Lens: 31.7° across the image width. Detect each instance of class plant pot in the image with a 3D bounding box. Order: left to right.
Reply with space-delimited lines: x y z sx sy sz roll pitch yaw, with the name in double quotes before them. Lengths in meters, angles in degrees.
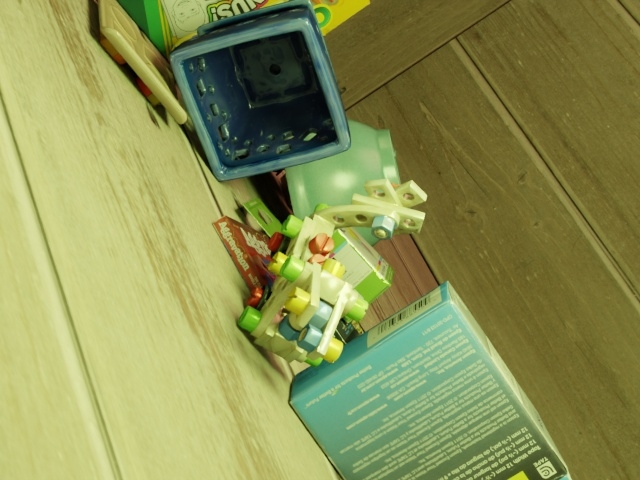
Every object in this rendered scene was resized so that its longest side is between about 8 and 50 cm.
"plant pot" -0.087 -0.259 1.844 0.212 0.236 0.236 -83 157 -63
"plant pot" 0.053 -0.104 2.095 0.293 0.196 0.293 -12 90 -84

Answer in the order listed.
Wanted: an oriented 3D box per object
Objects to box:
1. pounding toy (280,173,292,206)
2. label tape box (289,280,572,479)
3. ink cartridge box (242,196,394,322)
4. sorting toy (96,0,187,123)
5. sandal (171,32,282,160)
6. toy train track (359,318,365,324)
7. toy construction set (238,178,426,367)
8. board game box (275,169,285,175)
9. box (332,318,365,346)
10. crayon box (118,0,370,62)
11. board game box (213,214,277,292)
"pounding toy" -0.011 -0.072 2.333 0.141 0.100 0.130 39 16 -30
"label tape box" 0.159 0.266 1.484 0.347 0.249 0.115 55 9 -10
"ink cartridge box" 0.000 0.000 1.867 0.255 0.097 0.189 48 8 -1
"sorting toy" -0.286 -0.284 1.743 0.193 0.038 0.208 51 6 -33
"sandal" -0.154 -0.241 2.033 0.317 0.126 0.138 49 16 -35
"toy train track" 0.061 0.137 2.190 0.048 0.014 0.083 40 12 -40
"toy construction set" 0.005 0.032 1.485 0.151 0.215 0.327 41 49 -4
"board game box" -0.109 -0.165 2.251 0.168 0.033 0.133 46 -4 -27
"box" 0.058 0.197 1.828 0.175 0.051 0.220 56 8 2
"crayon box" -0.146 -0.456 2.024 0.313 0.363 0.106 50 11 -36
"board game box" -0.072 0.049 1.733 0.145 0.027 0.281 58 9 16
